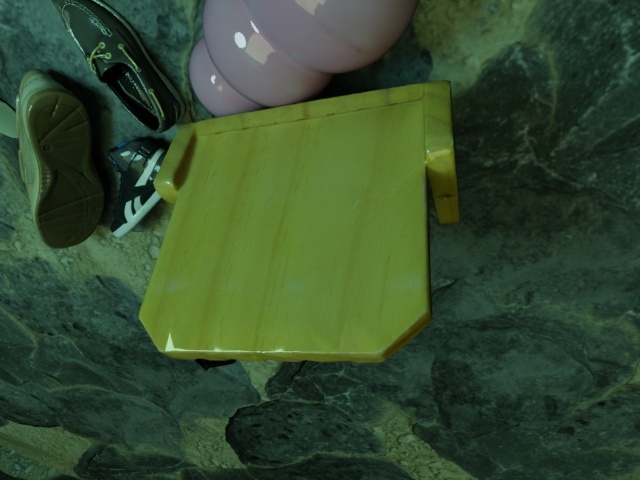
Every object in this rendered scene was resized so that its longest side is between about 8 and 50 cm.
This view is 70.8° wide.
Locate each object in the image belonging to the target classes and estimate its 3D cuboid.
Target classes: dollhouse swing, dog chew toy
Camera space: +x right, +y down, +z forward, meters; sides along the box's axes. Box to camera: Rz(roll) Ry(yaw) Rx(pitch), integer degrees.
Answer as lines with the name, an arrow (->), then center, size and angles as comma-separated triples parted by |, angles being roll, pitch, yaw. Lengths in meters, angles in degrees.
dollhouse swing -> 0.000, 0.000, 0.576 | 0.346, 0.305, 0.315 | -4, 163, 17
dog chew toy -> -0.044, -0.261, 0.546 | 0.206, 0.207, 0.331 | 44, 134, -19

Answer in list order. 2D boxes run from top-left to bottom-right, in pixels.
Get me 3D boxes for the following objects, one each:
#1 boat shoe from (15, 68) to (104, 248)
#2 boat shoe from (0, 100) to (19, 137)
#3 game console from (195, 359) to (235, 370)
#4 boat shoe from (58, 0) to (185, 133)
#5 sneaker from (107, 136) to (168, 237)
boat shoe -> -0.476, -0.133, 0.821 | 0.110, 0.121, 0.341 | 45, 132, 28
boat shoe -> -0.596, -0.233, 0.810 | 0.133, 0.049, 0.042 | 39, 155, -24
game console -> -0.276, 0.258, 1.122 | 0.107, 0.071, 0.122 | 31, 135, 30
boat shoe -> -0.305, -0.266, 0.685 | 0.081, 0.069, 0.228 | -27, 116, 31
sneaker -> -0.348, -0.106, 0.823 | 0.217, 0.079, 0.121 | -38, 107, 26
